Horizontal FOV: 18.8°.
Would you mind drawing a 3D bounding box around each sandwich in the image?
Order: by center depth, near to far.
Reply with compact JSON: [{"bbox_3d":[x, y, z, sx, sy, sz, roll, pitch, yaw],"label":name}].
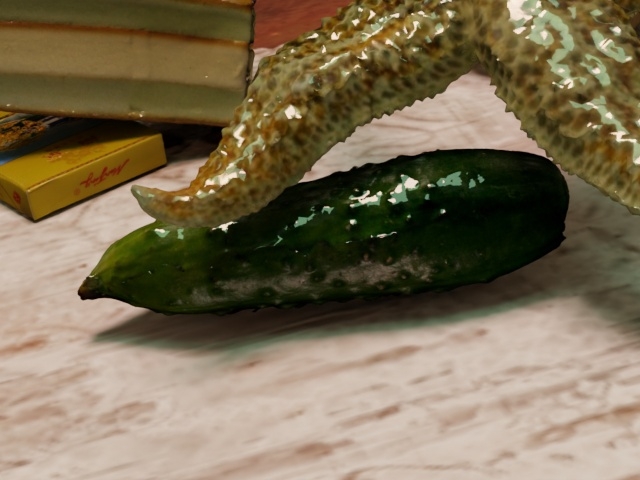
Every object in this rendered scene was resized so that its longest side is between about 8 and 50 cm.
[{"bbox_3d":[-0.123,-0.113,1.074,0.163,0.079,0.113,2,16,-10],"label":"sandwich"}]

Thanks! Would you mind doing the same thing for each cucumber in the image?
[{"bbox_3d":[0.000,0.000,0.873,0.227,0.069,0.069,-10,27,5],"label":"cucumber"}]

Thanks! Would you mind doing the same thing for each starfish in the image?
[{"bbox_3d":[0.102,-0.114,0.879,0.358,0.078,0.347,-4,37,9],"label":"starfish"}]

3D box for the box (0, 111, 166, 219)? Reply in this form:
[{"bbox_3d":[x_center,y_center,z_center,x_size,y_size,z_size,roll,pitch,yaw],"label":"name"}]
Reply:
[{"bbox_3d":[-0.163,-0.056,1.083,0.087,0.023,0.155,-23,30,-30],"label":"box"}]

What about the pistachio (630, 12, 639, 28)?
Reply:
[{"bbox_3d":[0.143,-0.194,1.122,0.157,0.157,0.229,3,28,24],"label":"pistachio"}]
